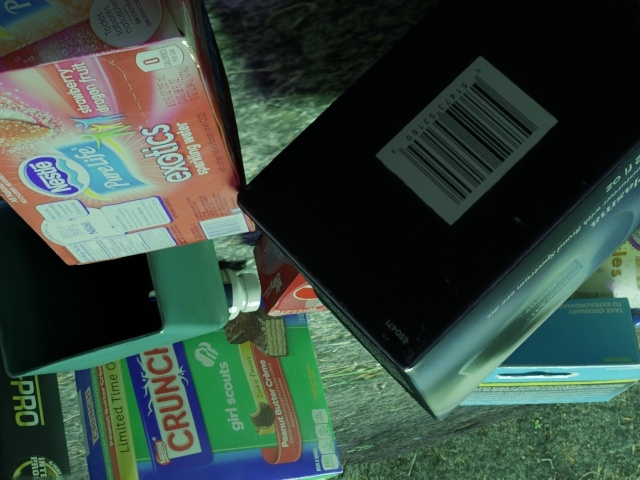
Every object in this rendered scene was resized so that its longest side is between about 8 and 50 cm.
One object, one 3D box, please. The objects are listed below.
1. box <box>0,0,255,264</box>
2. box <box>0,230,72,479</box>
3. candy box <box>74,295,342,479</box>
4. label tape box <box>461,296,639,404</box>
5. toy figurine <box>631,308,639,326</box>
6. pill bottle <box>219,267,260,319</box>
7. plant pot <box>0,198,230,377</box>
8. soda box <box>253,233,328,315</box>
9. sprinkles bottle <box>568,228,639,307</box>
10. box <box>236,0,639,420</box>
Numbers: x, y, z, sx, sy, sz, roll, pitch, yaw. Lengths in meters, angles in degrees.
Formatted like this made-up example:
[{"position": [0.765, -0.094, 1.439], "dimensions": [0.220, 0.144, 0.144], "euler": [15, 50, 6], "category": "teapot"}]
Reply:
[{"position": [-0.143, -0.102, 0.663], "dimensions": [0.154, 0.142, 0.300], "euler": [-12, 161, 0], "category": "box"}, {"position": [-0.427, 0.197, 1.080], "dimensions": [0.395, 0.318, 0.097], "euler": [-27, 156, 35], "category": "box"}, {"position": [-0.156, 0.215, 1.372], "dimensions": [0.317, 0.268, 0.122], "euler": [-1, 155, -31], "category": "candy box"}, {"position": [0.255, 0.134, 1.265], "dimensions": [0.249, 0.115, 0.347], "euler": [-2, 163, 7], "category": "label tape box"}, {"position": [0.423, 0.138, 1.587], "dimensions": [0.362, 0.217, 0.191], "euler": [-3, 159, -22], "category": "toy figurine"}, {"position": [-0.139, 0.069, 1.273], "dimensions": [0.120, 0.067, 0.067], "euler": [-3, 159, -25], "category": "pill bottle"}, {"position": [-0.194, 0.037, 1.025], "dimensions": [0.165, 0.165, 0.234], "euler": [-17, 168, 15], "category": "plant pot"}, {"position": [0.000, 0.000, 1.121], "dimensions": [0.083, 0.092, 0.263], "euler": [-5, 160, -21], "category": "soda box"}, {"position": [0.396, 0.031, 1.325], "dimensions": [0.355, 0.121, 0.121], "euler": [1, 159, -9], "category": "sprinkles bottle"}, {"position": [0.130, -0.032, 0.804], "dimensions": [0.296, 0.183, 0.294], "euler": [-44, 161, -3], "category": "box"}]
